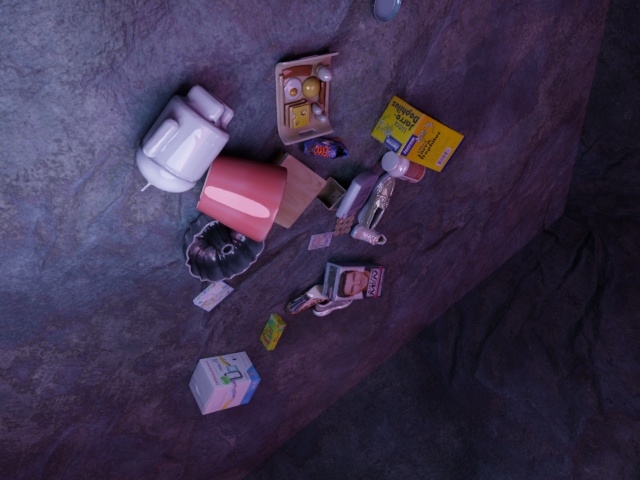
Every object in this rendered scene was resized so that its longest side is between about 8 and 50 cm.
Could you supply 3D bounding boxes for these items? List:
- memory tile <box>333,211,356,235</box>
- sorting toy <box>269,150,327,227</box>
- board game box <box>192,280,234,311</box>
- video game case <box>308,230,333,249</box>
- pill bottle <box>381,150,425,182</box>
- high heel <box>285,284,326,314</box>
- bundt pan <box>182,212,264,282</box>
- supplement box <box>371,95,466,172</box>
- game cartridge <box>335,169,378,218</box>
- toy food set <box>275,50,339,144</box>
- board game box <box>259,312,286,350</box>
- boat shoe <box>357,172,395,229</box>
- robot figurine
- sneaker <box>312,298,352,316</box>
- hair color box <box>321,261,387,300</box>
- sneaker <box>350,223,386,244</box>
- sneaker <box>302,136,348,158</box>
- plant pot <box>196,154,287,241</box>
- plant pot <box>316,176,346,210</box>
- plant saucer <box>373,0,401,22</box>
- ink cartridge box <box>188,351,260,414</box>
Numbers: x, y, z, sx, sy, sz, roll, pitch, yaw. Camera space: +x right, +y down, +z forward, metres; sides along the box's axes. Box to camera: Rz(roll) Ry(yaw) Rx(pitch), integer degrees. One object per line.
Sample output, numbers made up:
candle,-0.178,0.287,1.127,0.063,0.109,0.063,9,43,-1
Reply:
memory tile,0.117,-0.089,2.168,0.113,0.012,0.148,-16,136,-36
sorting toy,-0.146,-0.206,1.761,0.255,0.089,0.257,-49,143,10
board game box,-0.470,0.239,1.960,0.154,0.026,0.103,-41,143,-1
video game case,0.000,0.000,2.156,0.122,0.011,0.087,-12,133,-34
pill bottle,0.384,-0.346,2.068,0.216,0.121,0.121,9,120,-46
high heel,-0.066,0.322,2.384,0.186,0.093,0.261,-40,162,35
bundt pan,-0.385,0.001,1.724,0.331,0.124,0.330,-24,139,-23
supplement box,0.432,-0.456,1.941,0.357,0.194,0.195,7,122,-45
game cartridge,0.170,-0.213,1.964,0.198,0.062,0.297,-66,167,22
toy food set,-0.039,-0.498,1.566,0.220,0.092,0.306,-22,138,-24
board game box,-0.252,0.480,2.336,0.043,0.092,0.181,0,126,-42
boat shoe,0.291,-0.186,2.163,0.109,0.094,0.302,2,125,-43
robot figurine,-0.416,-0.291,1.344,0.353,0.200,0.300,-50,170,11
sneaker,0.080,0.328,2.481,0.272,0.100,0.108,-24,134,-23
hair color box,0.189,0.217,2.404,0.375,0.114,0.185,3,99,-43
sneaker,0.250,-0.030,2.283,0.229,0.092,0.087,4,125,-42
sneaker,0.024,-0.364,1.759,0.221,0.087,0.083,-10,132,-35
plant pot,-0.272,-0.158,1.500,0.243,0.275,0.274,19,116,-17
plant pot,0.056,-0.193,1.948,0.109,0.109,0.096,-46,156,5
plant saucer,0.228,-0.824,1.543,0.119,0.021,0.119,-23,138,-23
ink cartridge box,-0.492,0.723,2.274,0.270,0.198,0.197,2,126,-43
